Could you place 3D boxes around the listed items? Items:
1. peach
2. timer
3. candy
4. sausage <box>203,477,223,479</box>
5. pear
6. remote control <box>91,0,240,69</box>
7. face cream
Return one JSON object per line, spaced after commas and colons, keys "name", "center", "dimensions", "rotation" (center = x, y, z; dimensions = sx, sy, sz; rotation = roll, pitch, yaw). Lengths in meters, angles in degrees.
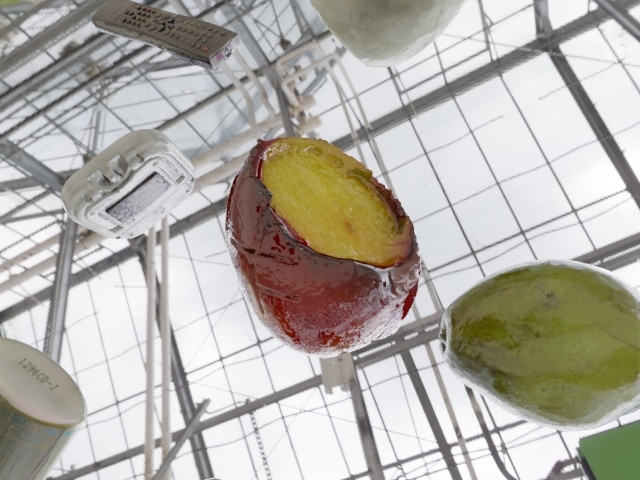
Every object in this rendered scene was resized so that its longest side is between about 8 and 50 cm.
{"name": "peach", "center": [0.000, 0.000, 0.492], "dimensions": [0.190, 0.226, 0.196], "rotation": [-16, -163, -7]}
{"name": "timer", "center": [-0.405, -0.111, 1.046], "dimensions": [0.262, 0.237, 0.087], "rotation": [-39, -107, -3]}
{"name": "candy", "center": [0.186, -0.664, 1.221], "dimensions": [0.427, 0.386, 0.186], "rotation": [-26, -162, 18]}
{"name": "sausage", "center": [-0.239, 0.324, 0.502], "dimensions": [0.301, 0.065, 0.065], "rotation": [-11, -130, -18]}
{"name": "pear", "center": [0.283, 0.124, 0.591], "dimensions": [0.269, 0.212, 0.212], "rotation": [5, -118, 8]}
{"name": "remote control", "center": [-0.189, -0.251, 0.575], "dimensions": [0.212, 0.028, 0.059], "rotation": [27, -117, 24]}
{"name": "face cream", "center": [-0.385, 0.241, 0.584], "dimensions": [0.139, 0.067, 0.285], "rotation": [41, -61, 0]}
